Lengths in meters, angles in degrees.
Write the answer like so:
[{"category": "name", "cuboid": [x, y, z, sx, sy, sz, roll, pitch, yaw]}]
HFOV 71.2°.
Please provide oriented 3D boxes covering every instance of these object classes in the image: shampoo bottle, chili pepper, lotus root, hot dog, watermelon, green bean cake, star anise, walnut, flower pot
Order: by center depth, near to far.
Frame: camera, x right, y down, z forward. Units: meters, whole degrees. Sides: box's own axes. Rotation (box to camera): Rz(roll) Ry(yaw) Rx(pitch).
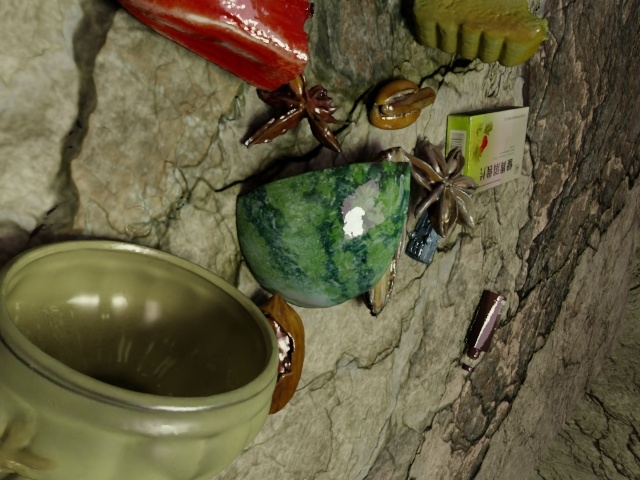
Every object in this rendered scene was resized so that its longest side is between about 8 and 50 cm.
[{"category": "flower pot", "cuboid": [-0.218, 0.168, 0.477, 0.307, 0.307, 0.244, 11, 111, -44]}, {"category": "chili pepper", "cuboid": [-0.132, -0.259, 0.500, 0.252, 0.144, 0.136, 7, 137, -38]}, {"category": "star anise", "cuboid": [-0.025, -0.192, 0.689, 0.140, 0.144, 0.158, 13, 88, 0]}, {"category": "watermelon", "cuboid": [0.000, 0.000, 0.707, 0.176, 0.256, 0.260, -55, 149, -84]}, {"category": "walnut", "cuboid": [-0.081, 0.182, 0.719, 0.115, 0.116, 0.207, 0, 105, -43]}, {"category": "green bean cake", "cuboid": [0.297, -0.441, 0.774, 0.124, 0.233, 0.236, 17, 92, -72]}, {"category": "hot dog", "cuboid": [0.151, -0.248, 0.819, 0.140, 0.060, 0.090, -18, 120, -41]}, {"category": "lotus root", "cuboid": [0.100, -0.012, 0.841, 0.167, 0.078, 0.329, -30, 128, -50]}, {"category": "star anise", "cuboid": [0.251, -0.110, 0.909, 0.197, 0.073, 0.212, -8, 80, -30]}, {"category": "shampoo bottle", "cuboid": [0.460, 0.261, 1.275, 0.068, 0.067, 0.236, 22, 90, -25]}]

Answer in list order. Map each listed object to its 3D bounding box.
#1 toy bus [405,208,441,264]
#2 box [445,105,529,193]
[{"category": "toy bus", "cuboid": [0.246, -0.031, 0.990, 0.065, 0.047, 0.166, 32, 83, -46]}, {"category": "box", "cuboid": [0.392, -0.216, 1.050, 0.260, 0.062, 0.175, -20, 117, -38]}]
